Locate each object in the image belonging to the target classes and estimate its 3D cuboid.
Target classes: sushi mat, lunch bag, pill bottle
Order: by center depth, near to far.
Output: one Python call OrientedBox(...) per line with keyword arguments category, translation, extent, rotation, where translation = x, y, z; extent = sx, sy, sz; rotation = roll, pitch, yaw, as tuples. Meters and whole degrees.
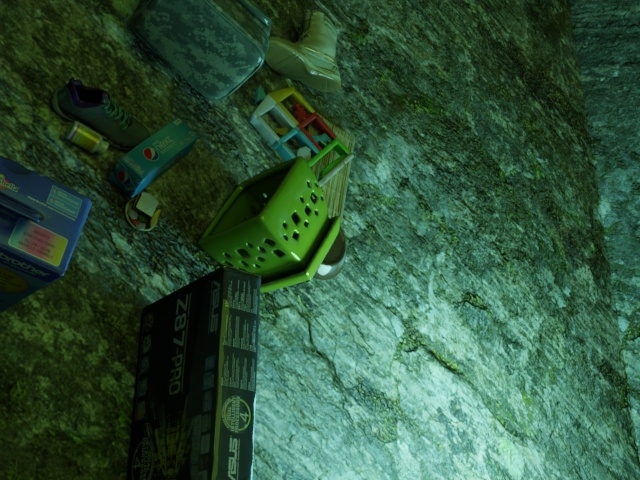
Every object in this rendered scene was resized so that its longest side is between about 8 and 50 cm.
OrientedBox(category="pill bottle", translation=(-0.483, -0.210, 1.679), extent=(0.083, 0.043, 0.043), rotation=(31, 54, -29))
OrientedBox(category="lunch bag", translation=(-0.269, -0.529, 1.909), extent=(0.305, 0.212, 0.256), rotation=(38, 34, -25))
OrientedBox(category="sushi mat", translation=(0.012, -0.194, 2.115), extent=(0.151, 0.019, 0.317), rotation=(32, 47, -25))

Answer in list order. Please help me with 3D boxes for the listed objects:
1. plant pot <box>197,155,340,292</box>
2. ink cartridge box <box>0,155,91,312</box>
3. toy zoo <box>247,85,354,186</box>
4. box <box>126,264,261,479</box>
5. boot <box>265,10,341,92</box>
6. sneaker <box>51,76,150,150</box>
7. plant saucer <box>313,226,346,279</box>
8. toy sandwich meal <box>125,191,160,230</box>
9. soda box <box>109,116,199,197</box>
OrientedBox(category="plant pot", translation=(-0.099, -0.020, 1.827), extent=(0.207, 0.227, 0.228), rotation=(51, 46, -22))
OrientedBox(category="ink cartridge box", translation=(-0.555, -0.026, 1.285), extent=(0.270, 0.395, 0.151), rotation=(30, 55, -30))
OrientedBox(category="toy zoo", translation=(-0.061, -0.278, 2.070), extent=(0.293, 0.030, 0.192), rotation=(49, 44, -3))
OrientedBox(category="box", translation=(-0.237, 0.280, 1.500), extent=(0.097, 0.318, 0.395), rotation=(19, 61, -36))
OrientedBox(category="boot", translation=(-0.049, -0.535, 2.177), extent=(0.261, 0.095, 0.204), rotation=(18, 61, -38))
OrientedBox(category="sneaker", translation=(-0.445, -0.262, 1.697), extent=(0.223, 0.098, 0.083), rotation=(23, 58, -33))
OrientedBox(category="plant saucer", translation=(0.000, 0.000, 2.035), extent=(0.198, 0.036, 0.199), rotation=(19, 60, -35))
OrientedBox(category="toy sandwich meal", translation=(-0.376, -0.062, 1.722), extent=(0.085, 0.029, 0.086), rotation=(18, 61, -36))
OrientedBox(category="soda box", translation=(-0.356, -0.182, 1.748), extent=(0.067, 0.071, 0.210), rotation=(43, 44, -1))
